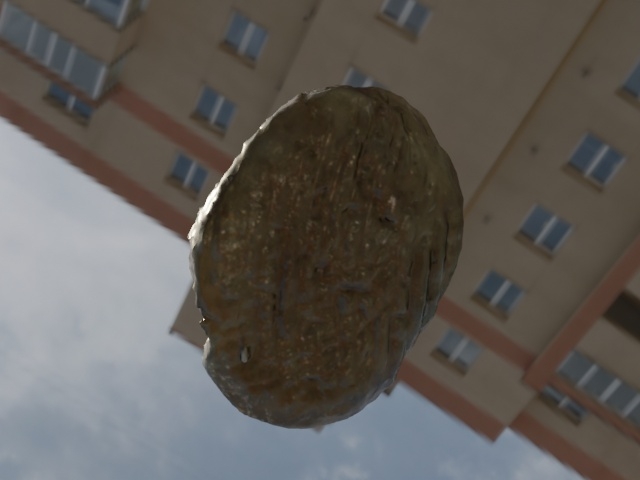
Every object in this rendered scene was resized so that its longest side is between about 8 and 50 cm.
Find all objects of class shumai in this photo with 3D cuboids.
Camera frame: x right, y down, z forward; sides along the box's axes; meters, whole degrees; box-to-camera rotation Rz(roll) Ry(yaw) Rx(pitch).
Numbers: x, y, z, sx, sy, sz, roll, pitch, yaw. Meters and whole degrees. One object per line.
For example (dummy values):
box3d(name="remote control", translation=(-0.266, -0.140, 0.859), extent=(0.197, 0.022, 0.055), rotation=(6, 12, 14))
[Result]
box3d(name="shumai", translation=(0.000, 0.000, 0.818), extent=(0.161, 0.209, 0.153), rotation=(6, -164, -5))
